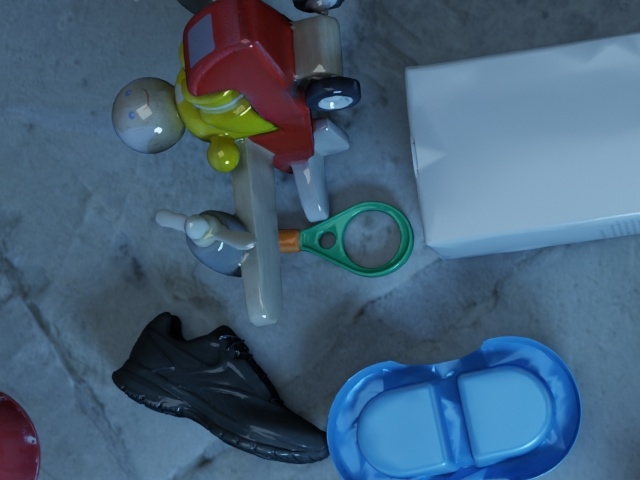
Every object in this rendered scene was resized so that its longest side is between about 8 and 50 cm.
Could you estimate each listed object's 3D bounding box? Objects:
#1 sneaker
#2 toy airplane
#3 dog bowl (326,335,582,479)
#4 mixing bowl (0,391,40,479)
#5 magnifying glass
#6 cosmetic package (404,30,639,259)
[{"bbox_3d":[-0.108,0.176,1.937,0.286,0.109,0.130,24,82,14],"label":"sneaker"},{"bbox_3d":[-0.099,-0.148,1.837,0.272,0.386,0.384,-7,119,-2],"label":"toy airplane"},{"bbox_3d":[0.158,0.211,1.881,0.297,0.074,0.166,-13,80,11],"label":"dog bowl"},{"bbox_3d":[-0.450,0.270,2.006,0.181,0.098,0.181,-2,81,13],"label":"mixing bowl"},{"bbox_3d":[0.000,0.000,1.975,0.231,0.026,0.092,-1,82,12],"label":"magnifying glass"},{"bbox_3d":[0.301,-0.111,1.850,0.385,0.156,0.217,-6,81,14],"label":"cosmetic package"}]
